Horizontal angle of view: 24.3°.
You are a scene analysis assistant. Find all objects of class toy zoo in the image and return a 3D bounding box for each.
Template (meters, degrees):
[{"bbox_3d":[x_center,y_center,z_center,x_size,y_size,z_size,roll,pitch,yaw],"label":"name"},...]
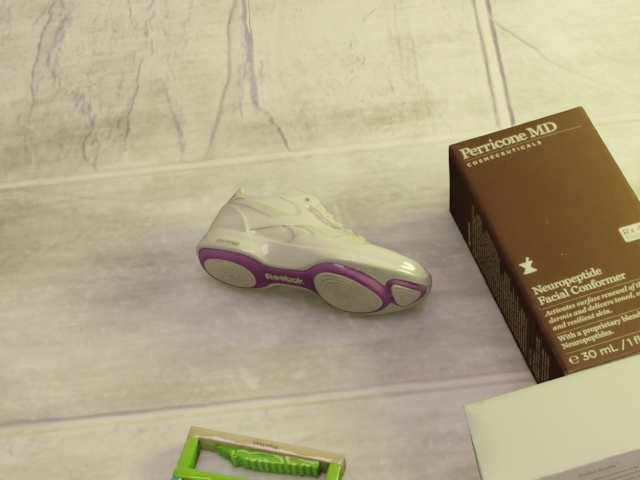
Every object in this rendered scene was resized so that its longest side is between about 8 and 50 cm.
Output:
[{"bbox_3d":[-0.098,0.353,1.661,0.192,0.030,0.293,8,53,12],"label":"toy zoo"}]

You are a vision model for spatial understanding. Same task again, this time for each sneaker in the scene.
[{"bbox_3d":[0.000,0.000,1.879,0.305,0.114,0.152,13,55,16],"label":"sneaker"}]

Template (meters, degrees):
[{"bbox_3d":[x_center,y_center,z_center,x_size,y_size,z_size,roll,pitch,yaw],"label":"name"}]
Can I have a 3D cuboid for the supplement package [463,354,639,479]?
[{"bbox_3d":[0.302,0.239,1.561,0.261,0.145,0.204,-16,19,4],"label":"supplement package"}]

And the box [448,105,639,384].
[{"bbox_3d":[0.309,0.028,1.811,0.191,0.143,0.381,-17,50,-7],"label":"box"}]
